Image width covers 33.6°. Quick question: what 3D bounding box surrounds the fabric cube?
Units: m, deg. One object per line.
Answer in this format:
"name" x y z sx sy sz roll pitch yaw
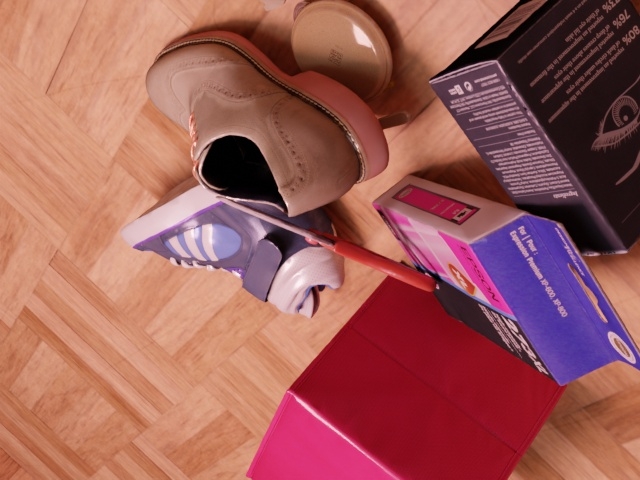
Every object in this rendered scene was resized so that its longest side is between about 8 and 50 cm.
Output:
"fabric cube" 0.102 0.239 1.323 0.258 0.259 0.254 36 144 11

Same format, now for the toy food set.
"toy food set" 0.022 -0.204 1.135 0.132 0.038 0.192 -8 119 41

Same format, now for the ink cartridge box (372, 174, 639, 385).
"ink cartridge box" 0.176 0.036 1.068 0.176 0.069 0.371 55 171 -17

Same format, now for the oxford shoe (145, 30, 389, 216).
"oxford shoe" -0.105 -0.134 1.187 0.397 0.146 0.140 24 144 48

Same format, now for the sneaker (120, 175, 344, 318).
"sneaker" -0.109 0.024 1.400 0.322 0.130 0.236 -22 107 45

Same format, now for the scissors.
"scissors" 0.000 0.000 1.134 0.297 0.021 0.109 21 -175 -28

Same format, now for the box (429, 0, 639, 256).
"box" 0.225 -0.110 0.930 0.207 0.153 0.108 53 158 -14
